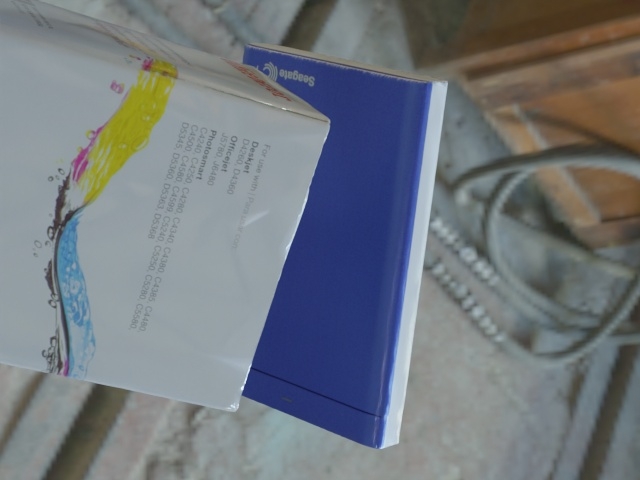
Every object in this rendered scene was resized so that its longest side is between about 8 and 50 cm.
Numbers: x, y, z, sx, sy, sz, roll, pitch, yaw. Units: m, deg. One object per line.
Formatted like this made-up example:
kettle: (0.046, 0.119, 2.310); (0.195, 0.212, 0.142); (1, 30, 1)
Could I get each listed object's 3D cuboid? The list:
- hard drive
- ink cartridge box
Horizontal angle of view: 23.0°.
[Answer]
hard drive: (0.000, 0.000, 1.389); (0.040, 0.210, 0.318); (-7, 109, -48)
ink cartridge box: (-0.167, -0.039, 0.987); (0.270, 0.198, 0.197); (14, 101, -20)
